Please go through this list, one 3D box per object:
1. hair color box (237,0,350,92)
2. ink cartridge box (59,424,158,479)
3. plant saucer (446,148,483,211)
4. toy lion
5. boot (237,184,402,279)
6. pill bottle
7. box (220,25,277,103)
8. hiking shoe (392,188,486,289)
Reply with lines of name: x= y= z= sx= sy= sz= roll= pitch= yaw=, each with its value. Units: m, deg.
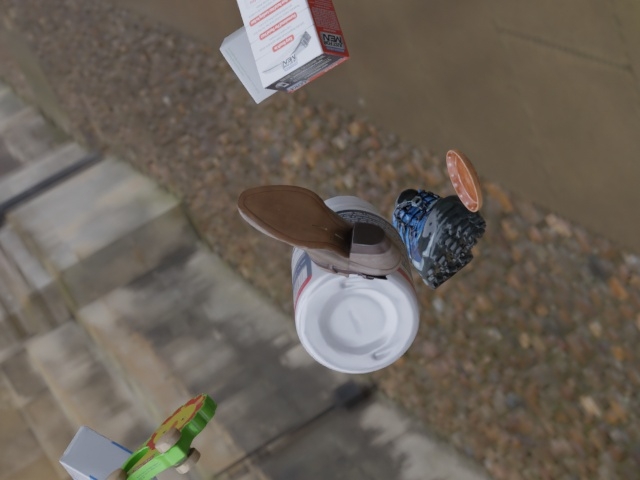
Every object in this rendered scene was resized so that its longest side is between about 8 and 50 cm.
hair color box: x=-0.038 y=-0.259 z=1.552 sx=0.093 sy=0.053 sz=0.167 roll=-26 pitch=73 yaw=36
ink cartridge box: x=-0.238 y=0.268 z=1.612 sx=0.088 sy=0.052 sz=0.122 roll=27 pitch=161 yaw=13
plant saucer: x=0.183 y=-0.077 z=1.769 sx=0.083 sy=0.013 sz=0.083 roll=158 pitch=90 yaw=-80
toy lion: x=-0.130 y=0.172 z=1.184 sx=0.034 sy=0.100 sz=0.096 roll=49 pitch=-162 yaw=-12
boot: x=0.000 y=0.000 z=0.993 sx=0.118 sy=0.042 sz=0.087 roll=18 pitch=165 yaw=5
pill bottle: x=0.028 y=0.031 z=1.270 sx=0.180 sy=0.108 sz=0.108 roll=-95 pitch=-17 yaw=-64
box: x=-0.075 y=-0.271 z=2.037 sx=0.101 sy=0.102 sz=0.087 roll=55 pitch=-170 yaw=-14
hiking shoe: x=0.147 y=-0.016 z=1.985 sx=0.132 sy=0.113 sz=0.304 roll=50 pitch=171 yaw=10
